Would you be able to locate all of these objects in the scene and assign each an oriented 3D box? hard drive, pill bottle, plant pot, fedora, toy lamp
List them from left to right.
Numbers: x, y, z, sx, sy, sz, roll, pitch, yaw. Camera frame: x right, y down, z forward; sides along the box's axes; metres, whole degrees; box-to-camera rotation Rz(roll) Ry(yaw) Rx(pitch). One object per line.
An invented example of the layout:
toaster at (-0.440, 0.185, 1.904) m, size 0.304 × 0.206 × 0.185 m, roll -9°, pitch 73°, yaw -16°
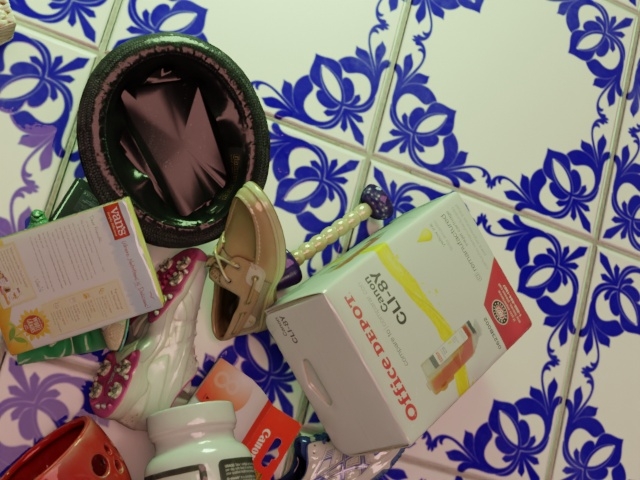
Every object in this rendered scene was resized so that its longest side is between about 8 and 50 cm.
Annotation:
plant pot at (-0.360, 0.381, 1.456) m, size 0.191 × 0.191 × 0.174 m, roll -39°, pitch 102°, yaw -21°
hard drive at (-0.368, -0.030, 1.561) m, size 0.094 × 0.022 × 0.135 m, roll 34°, pitch 39°, yaw -15°
fedora at (-0.243, -0.154, 1.590) m, size 0.334 × 0.152 × 0.334 m, roll 0°, pitch 91°, yaw -23°
pill bottle at (-0.168, 0.383, 1.452) m, size 0.162 × 0.162 × 0.278 m, roll -5°, pitch 72°, yaw -22°
toy lamp at (0.000, 0.000, 1.710) m, size 0.275 × 0.080 × 0.080 m, roll -35°, pitch 95°, yaw -24°

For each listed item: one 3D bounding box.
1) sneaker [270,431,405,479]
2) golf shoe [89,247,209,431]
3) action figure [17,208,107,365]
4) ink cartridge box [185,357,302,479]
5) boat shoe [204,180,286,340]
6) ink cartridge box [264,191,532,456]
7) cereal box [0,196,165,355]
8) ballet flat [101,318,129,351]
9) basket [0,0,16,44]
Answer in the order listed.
sneaker at (0.029, 0.355, 1.650) m, size 0.296 × 0.112 × 0.131 m, roll -42°, pitch 98°, yaw -22°
golf shoe at (-0.245, 0.160, 1.588) m, size 0.140 × 0.115 × 0.306 m, roll 39°, pitch 69°, yaw -34°
action figure at (-0.417, 0.065, 1.544) m, size 0.137 × 0.063 × 0.232 m, roll -9°, pitch 90°, yaw -20°
ink cartridge box at (-0.131, 0.297, 1.600) m, size 0.179 × 0.045 × 0.145 m, roll 34°, pitch 58°, yaw 0°
boat shoe at (-0.124, 0.043, 1.555) m, size 0.098 × 0.302 × 0.109 m, roll -21°, pitch 51°, yaw -27°
ink cartridge box at (0.137, 0.132, 1.636) m, size 0.385 × 0.160 × 0.279 m, roll -34°, pitch 97°, yaw -41°
cereal box at (-0.370, 0.052, 1.479) m, size 0.240 × 0.047 × 0.173 m, roll -17°, pitch 99°, yaw -2°
ballet flat at (-0.324, 0.100, 1.557) m, size 0.052 × 0.057 × 0.168 m, roll 23°, pitch 44°, yaw -24°
basket at (-0.556, -0.340, 1.522) m, size 0.167 × 0.113 × 0.103 m, roll -26°, pitch 94°, yaw -22°
